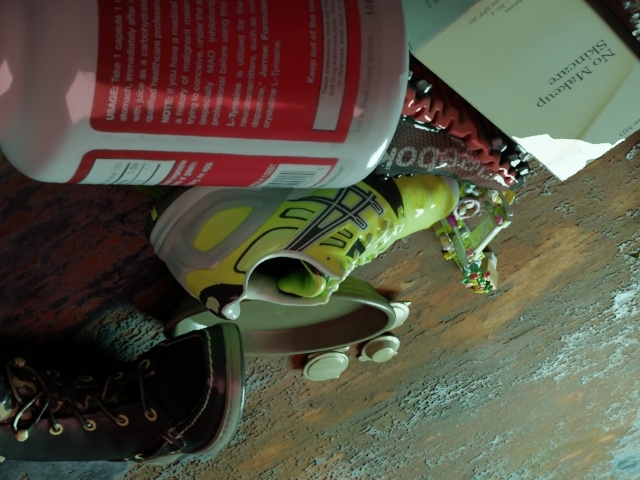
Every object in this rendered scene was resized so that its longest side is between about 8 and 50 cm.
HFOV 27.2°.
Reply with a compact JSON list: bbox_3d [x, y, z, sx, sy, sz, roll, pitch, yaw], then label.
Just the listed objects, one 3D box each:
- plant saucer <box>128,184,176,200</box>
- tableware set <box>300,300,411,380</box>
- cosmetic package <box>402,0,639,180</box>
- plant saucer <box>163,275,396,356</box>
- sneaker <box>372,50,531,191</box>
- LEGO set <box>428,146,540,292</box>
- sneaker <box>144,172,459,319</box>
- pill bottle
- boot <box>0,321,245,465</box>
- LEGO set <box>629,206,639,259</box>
[{"bbox_3d":[-0.108,-0.112,1.386,0.241,0.037,0.241,-12,141,-10],"label":"plant saucer"},{"bbox_3d":[0.046,0.131,1.767,0.141,0.020,0.168,-9,141,-13],"label":"tableware set"},{"bbox_3d":[0.219,-0.202,1.366,0.160,0.113,0.309,-38,138,20],"label":"cosmetic package"},{"bbox_3d":[-0.049,0.089,1.582,0.278,0.041,0.278,-4,161,-1],"label":"plant saucer"},{"bbox_3d":[0.109,-0.115,1.425,0.276,0.097,0.135,29,123,-37],"label":"sneaker"},{"bbox_3d":[0.199,-0.004,1.599,0.132,0.107,0.287,-6,140,-18],"label":"LEGO set"},{"bbox_3d":[0.000,0.000,1.443,0.385,0.147,0.145,-13,151,-32],"label":"sneaker"},{"bbox_3d":[-0.149,-0.162,1.150,0.408,0.229,0.229,0,138,-25],"label":"pill bottle"},{"bbox_3d":[-0.267,0.184,1.545,0.284,0.138,0.377,5,161,-25],"label":"boot"},{"bbox_3d":[0.536,-0.023,1.723,0.255,0.192,0.331,-56,142,-3],"label":"LEGO set"}]
